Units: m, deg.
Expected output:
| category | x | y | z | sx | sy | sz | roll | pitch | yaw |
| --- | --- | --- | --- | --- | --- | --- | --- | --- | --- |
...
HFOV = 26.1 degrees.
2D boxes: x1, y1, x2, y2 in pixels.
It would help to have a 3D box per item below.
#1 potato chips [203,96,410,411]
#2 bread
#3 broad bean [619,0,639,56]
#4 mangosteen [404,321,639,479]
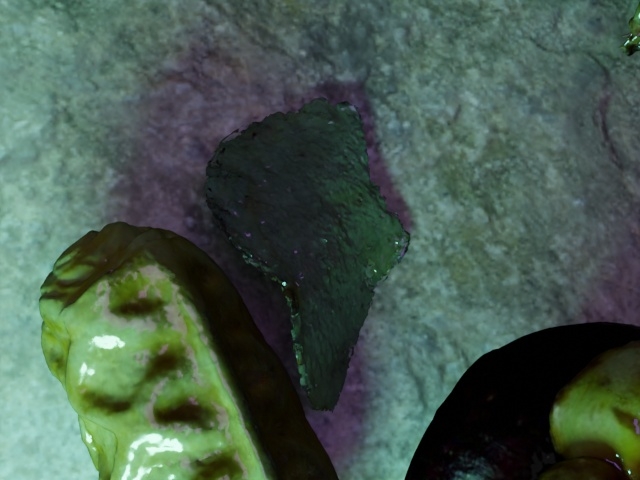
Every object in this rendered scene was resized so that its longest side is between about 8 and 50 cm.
| category | x | y | z | sx | sy | sz | roll | pitch | yaw |
| --- | --- | --- | --- | --- | --- | --- | --- | --- | --- |
| potato chips | -0.005 | 0.005 | 0.988 | 0.167 | 0.059 | 0.228 | -10 | 71 | -43 |
| bread | -0.089 | 0.111 | 0.922 | 0.152 | 0.130 | 0.267 | -15 | 76 | -51 |
| broad bean | 0.373 | -0.174 | 1.055 | 0.292 | 0.049 | 0.144 | 12 | 117 | -21 |
| mangosteen | 0.172 | 0.176 | 0.866 | 0.233 | 0.287 | 0.287 | 30 | 71 | 27 |
